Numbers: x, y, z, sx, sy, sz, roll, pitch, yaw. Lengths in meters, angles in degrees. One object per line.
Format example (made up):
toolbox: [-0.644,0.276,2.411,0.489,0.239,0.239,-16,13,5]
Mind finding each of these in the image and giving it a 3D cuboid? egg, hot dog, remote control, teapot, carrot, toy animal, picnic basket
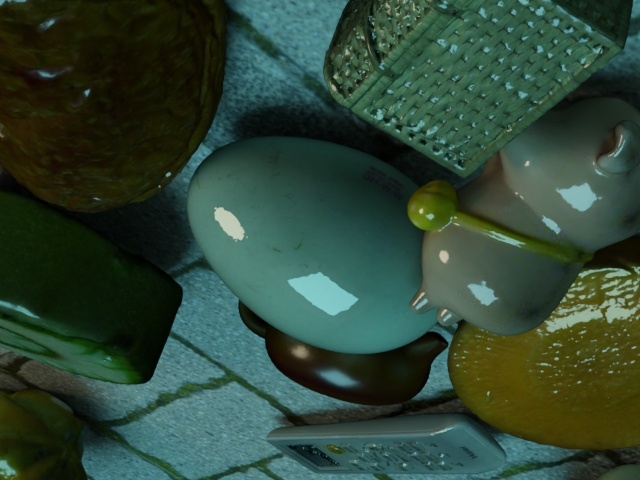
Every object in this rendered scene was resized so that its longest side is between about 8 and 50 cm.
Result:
egg: [0.000,0.000,1.137,0.264,0.183,0.183,26,144,3]
hot dog: [-0.220,-0.170,1.034,0.267,0.174,0.387,15,156,10]
remote control: [0.079,0.249,1.542,0.313,0.055,0.109,-10,142,41]
teapot: [0.019,0.088,1.307,0.252,0.135,0.178,22,-176,31]
carrot: [0.278,0.098,1.225,0.307,0.100,0.258,-27,122,36]
toy animal: [0.174,-0.019,1.021,0.248,0.149,0.165,-41,154,23]
picnic basket: [0.111,-0.170,0.906,0.154,0.134,0.196,31,144,-13]

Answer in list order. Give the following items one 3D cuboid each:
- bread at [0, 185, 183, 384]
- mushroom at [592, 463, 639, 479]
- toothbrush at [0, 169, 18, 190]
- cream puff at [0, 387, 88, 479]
bread: [-0.331,0.035,1.304,0.366,0.129,0.382,21,165,-5]
mushroom: [0.352,0.368,1.457,0.246,0.202,0.246,-11,121,-19]
toothbrush: [-0.338,-0.066,1.339,0.024,0.029,0.354,44,140,-10]
cream puff: [-0.456,0.353,1.668,0.276,0.378,0.378,-3,139,38]
